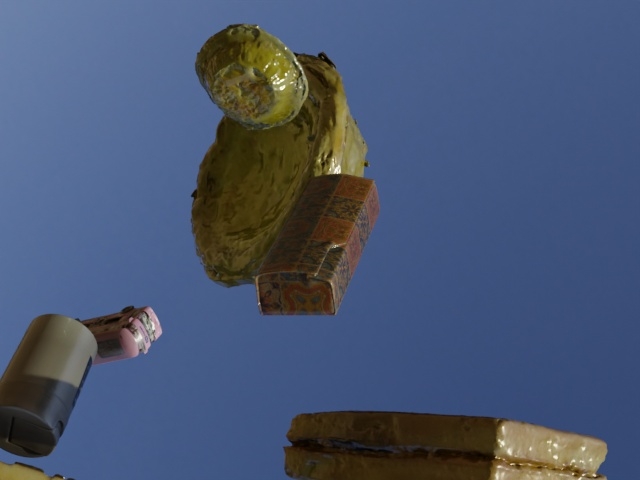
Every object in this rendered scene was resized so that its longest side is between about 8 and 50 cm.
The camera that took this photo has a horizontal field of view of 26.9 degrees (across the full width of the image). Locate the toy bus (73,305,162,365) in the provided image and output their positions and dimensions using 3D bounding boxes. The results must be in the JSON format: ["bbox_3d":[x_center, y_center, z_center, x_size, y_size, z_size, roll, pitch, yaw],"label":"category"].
[{"bbox_3d":[-0.355,0.159,2.131,0.203,0.063,0.090,-14,-160,26],"label":"toy bus"}]

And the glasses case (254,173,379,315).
[{"bbox_3d":[0.000,0.000,1.311,0.075,0.049,0.218,-2,-154,15],"label":"glasses case"}]

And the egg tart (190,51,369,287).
[{"bbox_3d":[-0.044,-0.084,1.775,0.345,0.132,0.345,-33,-133,44],"label":"egg tart"}]

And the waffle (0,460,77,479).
[{"bbox_3d":[-0.370,0.396,1.872,0.261,0.376,0.114,113,-5,-66],"label":"waffle"}]

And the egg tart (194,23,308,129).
[{"bbox_3d":[-0.062,-0.135,1.149,0.105,0.105,0.039,-19,-152,28],"label":"egg tart"}]

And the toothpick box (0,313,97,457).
[{"bbox_3d":[-0.389,0.201,1.858,0.111,0.111,0.180,-19,-146,28],"label":"toothpick box"}]

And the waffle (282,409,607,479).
[{"bbox_3d":[0.136,0.248,1.513,0.328,0.224,0.098,-2,-104,47],"label":"waffle"}]
